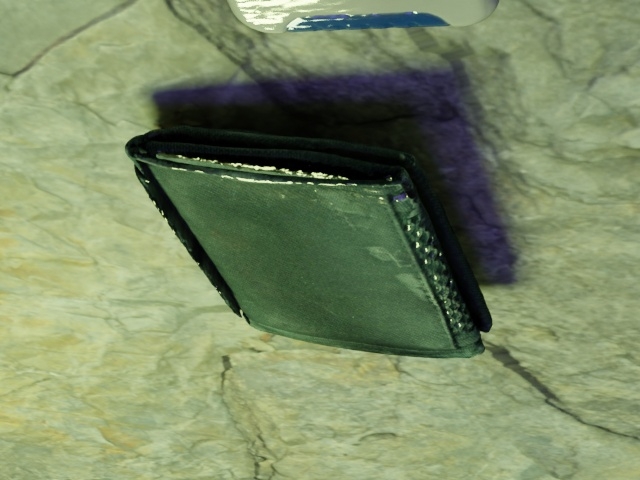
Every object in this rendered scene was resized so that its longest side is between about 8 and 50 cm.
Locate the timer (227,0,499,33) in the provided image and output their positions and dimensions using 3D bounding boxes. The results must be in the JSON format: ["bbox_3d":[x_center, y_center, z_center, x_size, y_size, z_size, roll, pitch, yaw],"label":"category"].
[{"bbox_3d":[0.005,-0.221,1.037,0.178,0.078,0.253,1,151,16],"label":"timer"}]

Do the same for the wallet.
[{"bbox_3d":[0.000,0.000,1.474,0.237,0.075,0.342,4,155,19],"label":"wallet"}]
